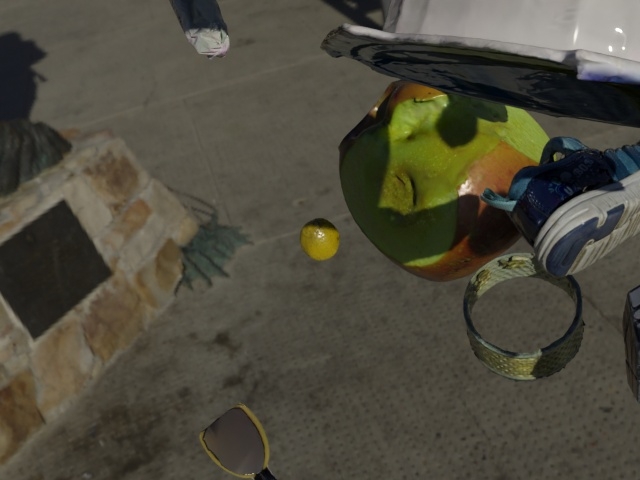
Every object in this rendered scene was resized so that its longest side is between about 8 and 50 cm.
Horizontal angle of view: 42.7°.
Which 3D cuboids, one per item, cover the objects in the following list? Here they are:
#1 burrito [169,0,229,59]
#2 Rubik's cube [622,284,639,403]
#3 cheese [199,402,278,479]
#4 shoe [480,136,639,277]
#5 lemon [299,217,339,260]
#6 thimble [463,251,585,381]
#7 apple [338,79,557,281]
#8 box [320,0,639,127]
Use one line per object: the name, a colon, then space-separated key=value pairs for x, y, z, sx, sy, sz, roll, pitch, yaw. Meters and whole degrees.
burrito: x=-0.178 y=-0.336 z=1.095 sx=0.064 sy=0.203 sz=0.064 roll=-25 pitch=0 yaw=0
Rubik's cube: x=0.669 y=0.181 z=1.405 sx=0.319 sy=0.319 sz=0.264 roll=-20 pitch=55 yaw=-9
cheese: x=-0.098 y=0.321 z=1.184 sx=0.086 sy=0.036 sz=0.162 roll=-37 pitch=78 yaw=-16
shoe: x=0.233 y=-0.052 z=0.691 sx=0.207 sy=0.091 sz=0.106 roll=-23 pitch=56 yaw=-30
lemon: x=0.000 y=0.000 z=1.312 sx=0.065 sy=0.092 sz=0.065 roll=-8 pitch=55 yaw=11
thimble: x=0.457 y=0.169 z=1.859 sx=0.271 sy=0.150 sz=0.270 roll=-7 pitch=60 yaw=13
apple: x=0.210 y=-0.122 z=1.414 sx=0.375 sy=0.374 sz=0.384 roll=-12 pitch=1 yaw=3
box: x=0.166 y=-0.177 z=0.457 sx=0.291 sy=0.206 sz=0.262 roll=16 pitch=8 yaw=41
